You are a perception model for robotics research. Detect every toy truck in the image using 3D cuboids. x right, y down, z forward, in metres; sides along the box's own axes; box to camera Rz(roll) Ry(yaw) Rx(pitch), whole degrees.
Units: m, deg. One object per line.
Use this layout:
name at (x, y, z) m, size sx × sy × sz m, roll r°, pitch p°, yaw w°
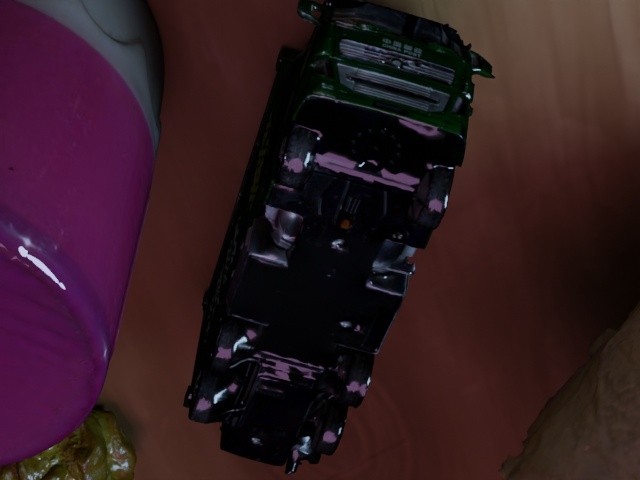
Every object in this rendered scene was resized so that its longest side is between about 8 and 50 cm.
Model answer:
toy truck at (0.000, 0.000, 0.723) m, size 0.088 × 0.121 × 0.259 m, roll 15°, pitch 136°, yaw -7°

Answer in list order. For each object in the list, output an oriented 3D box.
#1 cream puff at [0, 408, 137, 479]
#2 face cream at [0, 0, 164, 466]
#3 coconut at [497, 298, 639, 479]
cream puff at (-0.157, 0.132, 0.927) m, size 0.083 × 0.083 × 0.058 m, roll -22°, pitch 85°, yaw 40°
face cream at (-0.162, -0.025, 0.663) m, size 0.175 × 0.195 × 0.175 m, roll 2°, pitch 135°, yaw 2°
coconut at (0.260, 0.153, 0.699) m, size 0.346 × 0.360 × 0.346 m, roll -6°, pitch 106°, yaw -22°
